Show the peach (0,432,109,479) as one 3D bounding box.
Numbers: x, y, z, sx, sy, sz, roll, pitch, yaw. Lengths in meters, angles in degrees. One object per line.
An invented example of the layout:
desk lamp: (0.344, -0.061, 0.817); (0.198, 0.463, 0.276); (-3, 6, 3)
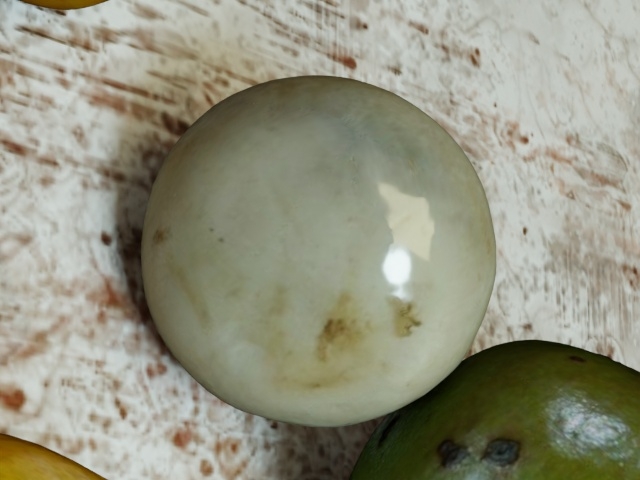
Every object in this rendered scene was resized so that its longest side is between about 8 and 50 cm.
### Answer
peach: (-0.171, 0.218, 0.585); (0.308, 0.289, 0.289); (26, 62, -50)

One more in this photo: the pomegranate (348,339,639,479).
pomegranate: (0.107, 0.210, 0.940); (0.291, 0.323, 0.291); (57, 10, -16)

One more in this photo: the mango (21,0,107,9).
mango: (-0.131, -0.219, 0.853); (0.151, 0.120, 0.221); (54, 39, -24)

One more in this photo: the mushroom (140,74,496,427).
mushroom: (0.000, 0.000, 0.918); (0.215, 0.207, 0.207); (-76, 144, -75)
